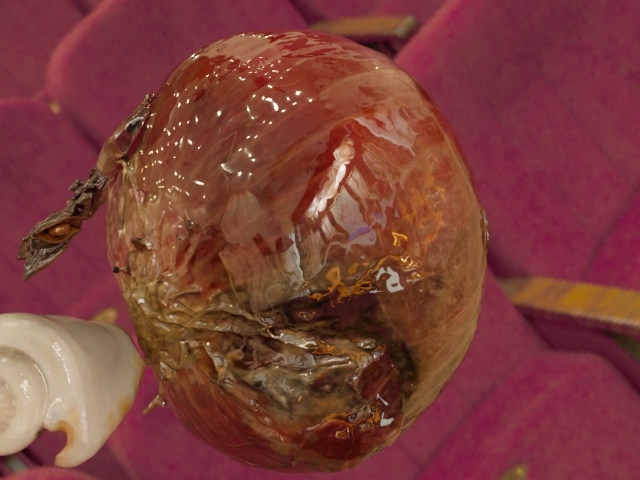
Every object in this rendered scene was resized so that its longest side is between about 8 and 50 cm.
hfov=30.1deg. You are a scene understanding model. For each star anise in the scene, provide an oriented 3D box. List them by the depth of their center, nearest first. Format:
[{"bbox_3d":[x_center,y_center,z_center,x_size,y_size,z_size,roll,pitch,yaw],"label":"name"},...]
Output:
[{"bbox_3d":[-0.344,-0.015,1.559,0.212,0.053,0.157,-39,15,33],"label":"star anise"}]

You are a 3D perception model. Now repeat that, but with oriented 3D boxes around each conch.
[{"bbox_3d":[-0.182,0.098,0.807,0.104,0.176,0.094,10,88,20],"label":"conch"}]

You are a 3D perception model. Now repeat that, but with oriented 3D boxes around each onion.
[{"bbox_3d":[-0.031,0.012,0.933,0.353,0.353,0.353,-25,30,15],"label":"onion"}]
